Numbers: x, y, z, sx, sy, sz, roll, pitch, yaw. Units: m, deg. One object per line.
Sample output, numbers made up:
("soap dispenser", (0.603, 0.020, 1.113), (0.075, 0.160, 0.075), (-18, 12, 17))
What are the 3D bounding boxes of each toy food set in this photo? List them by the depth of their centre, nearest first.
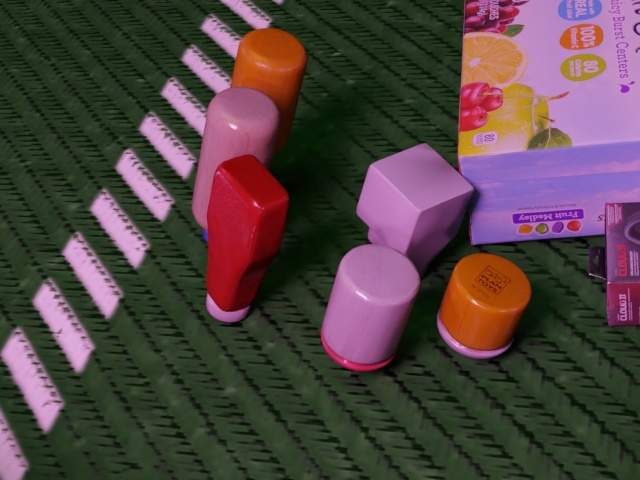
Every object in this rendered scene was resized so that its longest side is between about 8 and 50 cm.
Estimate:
("toy food set", (0.000, 0.000, 0.682), (0.111, 0.104, 0.232), (-24, 56, -33))

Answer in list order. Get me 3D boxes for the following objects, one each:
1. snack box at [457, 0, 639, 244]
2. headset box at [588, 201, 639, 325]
("snack box", (0.170, -0.092, 0.736), (0.175, 0.070, 0.207), (-4, 41, 13))
("headset box", (0.176, 0.010, 0.641), (0.083, 0.032, 0.062), (-1, 41, 13))
